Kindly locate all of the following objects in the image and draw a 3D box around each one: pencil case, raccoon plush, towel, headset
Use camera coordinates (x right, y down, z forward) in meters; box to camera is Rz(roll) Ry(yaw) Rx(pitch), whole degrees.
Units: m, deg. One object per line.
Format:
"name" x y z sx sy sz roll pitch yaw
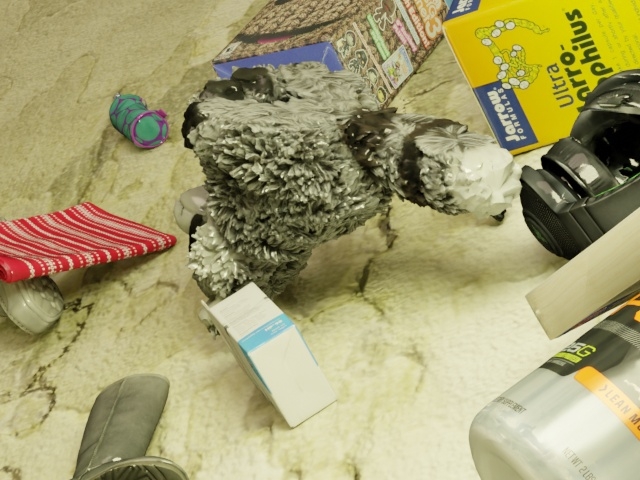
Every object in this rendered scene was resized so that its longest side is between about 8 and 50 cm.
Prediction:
"pencil case" -0.289 -0.192 2.656 0.070 0.064 0.151 -48 27 -2
"raccoon plush" 0.000 0.000 1.806 0.216 0.299 0.446 -20 33 -32
"towel" -0.357 -0.001 2.226 0.275 0.031 0.199 -13 23 -42
"headset" 0.276 -0.092 1.725 0.243 0.185 0.394 -45 12 -31

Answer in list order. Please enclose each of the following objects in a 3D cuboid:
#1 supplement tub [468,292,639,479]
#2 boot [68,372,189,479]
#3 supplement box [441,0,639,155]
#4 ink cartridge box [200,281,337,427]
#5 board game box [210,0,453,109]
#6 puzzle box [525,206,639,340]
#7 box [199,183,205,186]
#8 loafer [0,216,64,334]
"supplement tub" 0.299 0.126 1.264 0.338 0.207 0.207 -35 25 -12
"boot" -0.196 0.218 1.789 0.189 0.076 0.208 -14 22 24
"supplement box" 0.354 -0.269 1.970 0.356 0.195 0.194 -17 27 26
"ink cartridge box" -0.058 0.114 1.784 0.060 0.104 0.180 -33 25 -8
"board game box" 0.026 -0.294 2.426 0.232 0.141 0.291 -6 33 40
"puzzle box" 0.365 -0.045 1.400 0.272 0.052 0.409 -24 -11 -23
"box" -0.082 -0.048 2.156 0.137 0.072 0.126 -26 25 8
"loafer" -0.430 0.065 2.283 0.111 0.112 0.319 -44 24 -2
